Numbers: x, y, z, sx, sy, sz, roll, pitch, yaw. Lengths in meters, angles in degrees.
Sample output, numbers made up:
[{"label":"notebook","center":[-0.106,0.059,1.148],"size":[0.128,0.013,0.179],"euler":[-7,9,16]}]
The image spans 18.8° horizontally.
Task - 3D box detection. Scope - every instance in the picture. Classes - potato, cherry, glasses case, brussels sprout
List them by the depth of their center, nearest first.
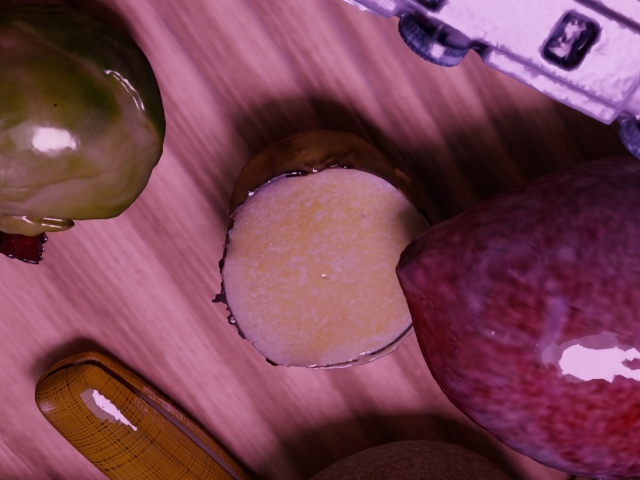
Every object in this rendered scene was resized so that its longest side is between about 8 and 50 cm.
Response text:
[{"label":"brussels sprout","center":[-0.194,-0.085,1.287],"size":[0.183,0.131,0.145],"euler":[4,150,0]},{"label":"cherry","center":[0.192,0.051,1.316],"size":[0.300,0.203,0.230],"euler":[8,141,-16]},{"label":"potato","center":[0.000,0.000,1.371],"size":[0.164,0.081,0.200],"euler":[-9,131,0]},{"label":"glasses case","center":[-0.126,0.172,1.524],"size":[0.079,0.064,0.234],"euler":[-26,124,31]}]

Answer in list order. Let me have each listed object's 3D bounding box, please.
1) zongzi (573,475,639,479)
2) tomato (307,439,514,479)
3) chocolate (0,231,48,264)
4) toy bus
[{"label":"zongzi","center":[0.287,0.227,1.556],"size":[0.178,0.081,0.189],"euler":[-13,115,-15]},{"label":"tomato","center":[0.089,0.304,1.470],"size":[0.239,0.303,0.303],"euler":[-28,122,25]},{"label":"chocolate","center":[-0.283,-0.030,1.394],"size":[0.182,0.028,0.086],"euler":[14,131,-10]},{"label":"toy bus","center":[0.157,-0.151,1.202],"size":[0.330,0.136,0.109],"euler":[24,124,-15]}]
